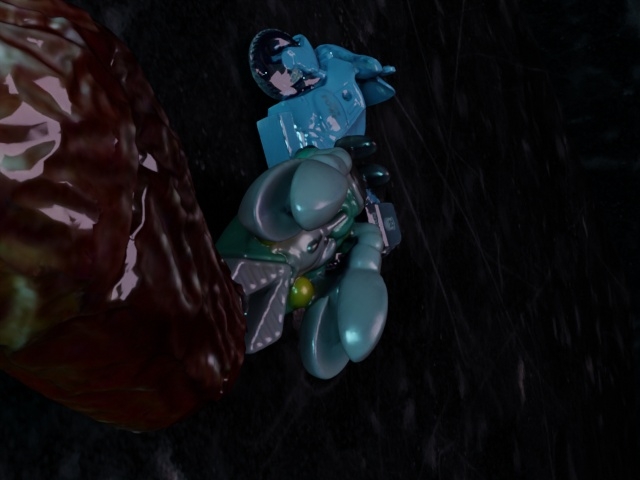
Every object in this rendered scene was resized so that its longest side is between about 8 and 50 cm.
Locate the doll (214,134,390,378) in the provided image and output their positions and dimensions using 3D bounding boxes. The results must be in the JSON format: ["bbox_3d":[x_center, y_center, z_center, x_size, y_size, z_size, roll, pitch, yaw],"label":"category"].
[{"bbox_3d":[-0.012,-0.012,1.018,0.195,0.153,0.258,36,60,-40],"label":"doll"}]

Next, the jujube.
[{"bbox_3d":[-0.160,-0.005,0.665,0.342,0.216,0.216,48,37,-51],"label":"jujube"}]

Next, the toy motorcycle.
[{"bbox_3d":[0.016,-0.096,1.212,0.182,0.123,0.272,-12,88,-44],"label":"toy motorcycle"}]
